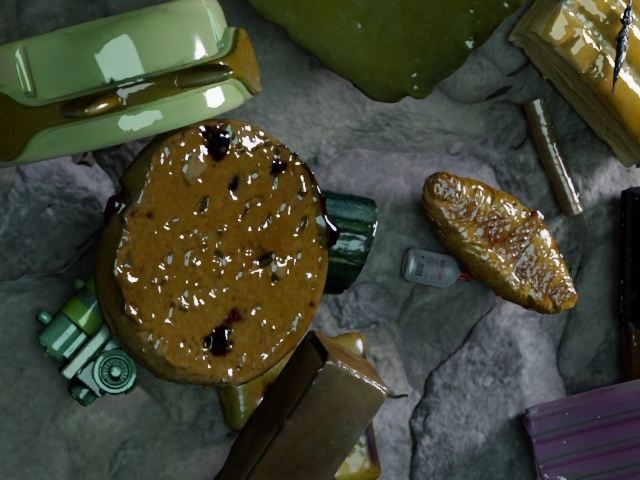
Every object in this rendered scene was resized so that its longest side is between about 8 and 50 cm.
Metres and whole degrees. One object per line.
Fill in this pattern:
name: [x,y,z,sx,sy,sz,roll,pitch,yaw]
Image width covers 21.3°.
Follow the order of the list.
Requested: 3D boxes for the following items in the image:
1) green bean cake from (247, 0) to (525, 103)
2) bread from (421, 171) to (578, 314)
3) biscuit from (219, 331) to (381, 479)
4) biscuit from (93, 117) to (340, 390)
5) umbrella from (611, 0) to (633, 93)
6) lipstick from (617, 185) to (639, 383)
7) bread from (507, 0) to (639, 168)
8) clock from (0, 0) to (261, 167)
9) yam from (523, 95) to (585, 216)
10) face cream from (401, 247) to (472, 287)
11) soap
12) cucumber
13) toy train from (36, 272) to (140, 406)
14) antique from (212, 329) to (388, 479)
green bean cake: [0.076,-0.337,1.785,0.285,0.202,0.310,40,120,-21]
bread: [0.199,-0.002,1.941,0.233,0.076,0.105,40,79,-18]
biscuit: [-0.023,0.195,1.892,0.183,0.039,0.174,-6,98,-19]
biscuit: [-0.109,0.013,1.733,0.296,0.075,0.295,-8,102,-41]
umbrella: [0.335,-0.224,1.895,0.022,0.013,0.122,14,90,-42]
lipstick: [0.392,0.144,2.022,0.077,0.077,0.418,-3,95,-20]
bread: [0.374,-0.240,1.975,0.246,0.111,0.239,43,82,-20]
clock: [-0.205,-0.157,1.638,0.286,0.348,0.117,-17,99,-19]
yam: [0.271,-0.098,1.987,0.032,0.032,0.145,-25,100,-17]
face cream: [0.134,0.034,1.948,0.083,0.021,0.040,12,88,-20]
soap: [0.346,0.228,1.966,0.203,0.065,0.122,-15,96,12]
cucumber: [0.000,0.000,1.878,0.115,0.062,0.116,10,88,-17]
toy train: [-0.212,0.074,1.797,0.132,0.083,0.200,43,79,-6]
antique: [-0.053,0.252,1.822,0.087,0.093,0.310,31,97,-20]
